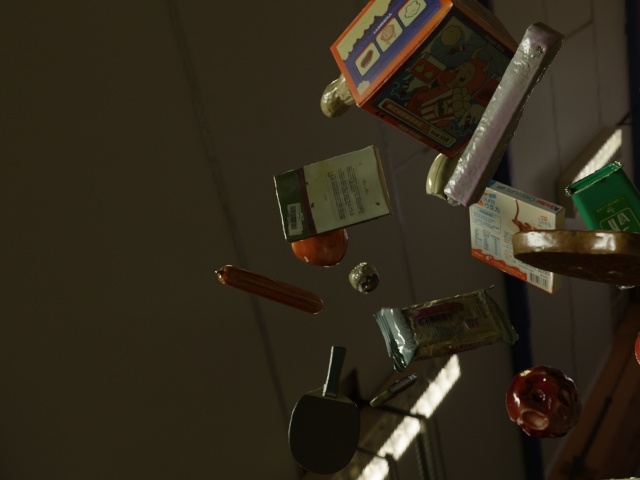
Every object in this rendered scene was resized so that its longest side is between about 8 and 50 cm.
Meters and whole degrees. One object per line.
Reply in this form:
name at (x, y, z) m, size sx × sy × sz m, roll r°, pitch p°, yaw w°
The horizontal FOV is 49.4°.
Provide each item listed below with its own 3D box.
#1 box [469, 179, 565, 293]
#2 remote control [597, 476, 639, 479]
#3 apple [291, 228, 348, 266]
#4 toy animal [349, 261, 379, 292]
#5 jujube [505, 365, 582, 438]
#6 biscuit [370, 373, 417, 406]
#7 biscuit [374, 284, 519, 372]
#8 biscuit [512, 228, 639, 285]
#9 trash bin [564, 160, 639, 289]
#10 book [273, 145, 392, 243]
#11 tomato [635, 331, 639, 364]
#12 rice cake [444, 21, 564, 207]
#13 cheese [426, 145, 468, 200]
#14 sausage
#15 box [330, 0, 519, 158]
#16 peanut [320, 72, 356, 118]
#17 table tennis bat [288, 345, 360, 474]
box at (0.513, -0.019, 1.840) m, size 0.048 × 0.273 × 0.264 m, roll -34°, pitch -47°, yaw -25°
remote control at (0.696, 0.576, 1.617) m, size 0.078 × 0.222 × 0.042 m, roll 41°, pitch -138°, yaw -53°
apple at (0.000, 0.000, 2.014) m, size 0.163 × 0.163 × 0.139 m, roll -15°, pitch -59°, yaw -52°
toy animal at (0.140, 0.124, 2.238) m, size 0.137 × 0.098 × 0.098 m, roll 121°, pitch 164°, yaw -77°
jujube at (0.485, 0.355, 1.515) m, size 0.230 × 0.155 × 0.155 m, roll 42°, pitch -120°, yaw -67°
biscuit at (0.257, 0.510, 2.376) m, size 0.099 × 0.038 × 0.322 m, roll -45°, pitch -17°, yaw 17°
biscuit at (0.303, 0.214, 1.693) m, size 0.079 × 0.309 × 0.186 m, roll 88°, pitch 170°, yaw -46°
biscuit at (0.418, 0.023, 0.993) m, size 0.273 × 0.257 × 0.049 m, roll 14°, pitch -99°, yaw -36°
trash bin at (1.021, -0.062, 2.363) m, size 0.381 × 0.259 × 0.295 m, roll 59°, pitch -162°, yaw -3°
book at (0.029, -0.121, 1.829) m, size 0.026 × 0.290 × 0.201 m, roll 46°, pitch -148°, yaw -68°
tomato at (0.678, 0.185, 1.277) m, size 0.187 × 0.151 × 0.187 m, roll -24°, pitch -42°, yaw -24°
rice cake at (0.356, -0.235, 1.379) m, size 0.064 × 0.070 × 0.399 m, roll -4°, pitch -57°, yaw -54°
cheese at (0.386, -0.227, 2.046) m, size 0.163 × 0.071 × 0.248 m, roll 33°, pitch -108°, yaw -56°
sausage at (-0.115, 0.122, 1.709) m, size 0.348 × 0.053 × 0.053 m, roll 23°, pitch -105°, yaw -39°
box at (0.275, -0.439, 1.699) m, size 0.349 × 0.318 × 0.256 m, roll 21°, pitch -145°, yaw -40°
peanut at (0.089, -0.490, 2.290) m, size 0.124 × 0.257 × 0.123 m, roll 20°, pitch -129°, yaw -27°
table tennis bat at (0.016, 0.365, 1.506) m, size 0.021 × 0.154 × 0.274 m, roll 51°, pitch -131°, yaw -76°
